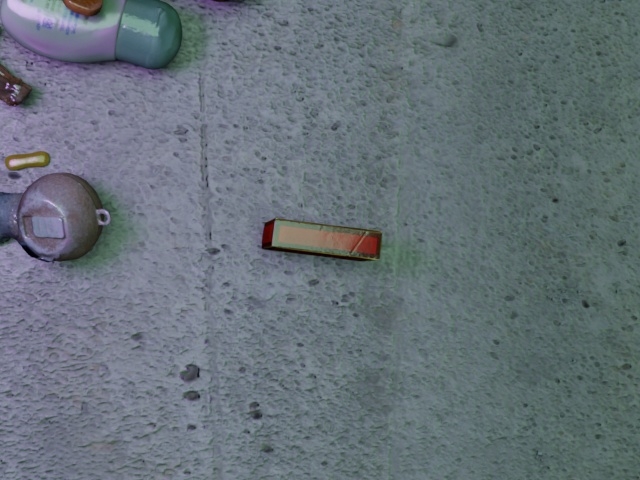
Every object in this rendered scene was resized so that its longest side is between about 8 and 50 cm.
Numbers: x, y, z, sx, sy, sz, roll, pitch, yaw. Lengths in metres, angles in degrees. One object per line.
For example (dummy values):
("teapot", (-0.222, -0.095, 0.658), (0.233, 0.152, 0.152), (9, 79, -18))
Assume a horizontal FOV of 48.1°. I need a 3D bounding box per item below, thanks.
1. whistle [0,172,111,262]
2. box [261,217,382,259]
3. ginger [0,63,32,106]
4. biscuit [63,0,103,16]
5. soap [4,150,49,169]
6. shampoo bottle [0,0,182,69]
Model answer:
("whistle", (-0.585, -0.051, 1.468), (0.347, 0.189, 0.189), (1, 88, 9))
("box", (0.000, 0.001, 1.586), (0.239, 0.153, 0.074), (7, 82, -13))
("ginger", (-0.707, -0.394, 1.481), (0.122, 0.084, 0.290), (-35, 92, -34))
("biscuit", (-0.439, -0.583, 1.436), (0.205, 0.049, 0.324), (34, 64, -11))
("soap", (-0.620, -0.169, 1.517), (0.089, 0.012, 0.034), (-11, 90, -13))
("shampoo bottle", (-0.462, -0.464, 1.495), (0.349, 0.151, 0.222), (14, 76, -12))
